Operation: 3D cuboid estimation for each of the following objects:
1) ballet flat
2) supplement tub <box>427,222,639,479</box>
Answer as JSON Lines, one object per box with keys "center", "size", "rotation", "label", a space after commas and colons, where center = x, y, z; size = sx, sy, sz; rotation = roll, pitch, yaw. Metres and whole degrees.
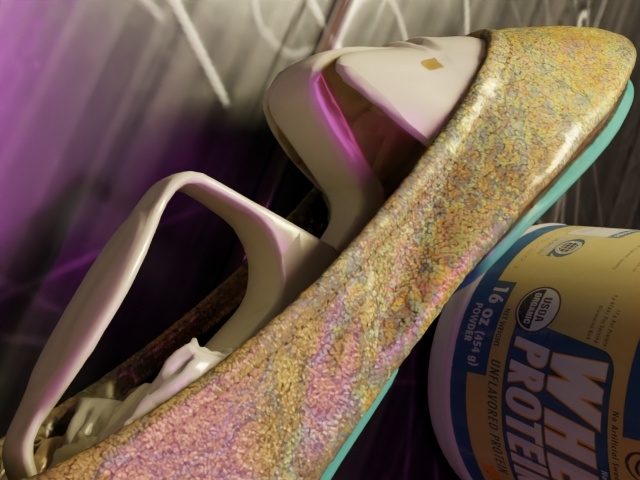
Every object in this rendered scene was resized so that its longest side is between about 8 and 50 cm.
{"center": [0.000, 0.000, 0.383], "size": [0.348, 0.123, 0.123], "rotation": [-49, 121, -25], "label": "ballet flat"}
{"center": [0.162, 0.068, 0.454], "size": [0.144, 0.200, 0.144], "rotation": [-3, 96, -38], "label": "supplement tub"}
